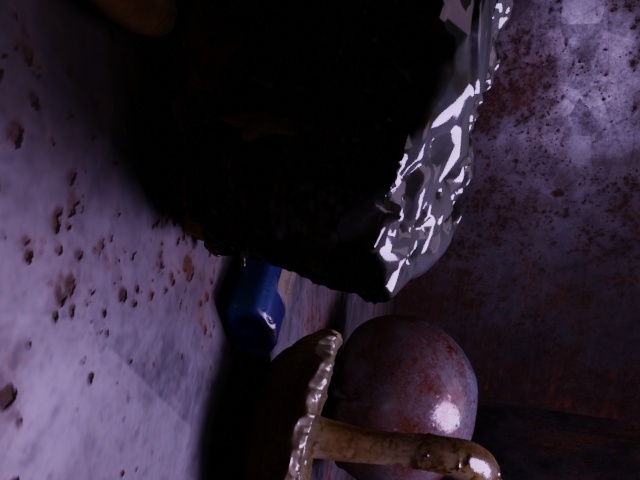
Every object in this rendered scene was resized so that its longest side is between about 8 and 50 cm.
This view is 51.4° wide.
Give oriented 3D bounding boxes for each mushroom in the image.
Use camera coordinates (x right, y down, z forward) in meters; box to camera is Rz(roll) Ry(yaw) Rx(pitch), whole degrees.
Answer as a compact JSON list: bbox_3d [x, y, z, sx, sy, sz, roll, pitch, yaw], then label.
[{"bbox_3d":[0.054,0.195,0.721,0.233,0.301,0.208,104,-33,-53],"label":"mushroom"}]

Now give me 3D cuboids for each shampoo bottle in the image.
[{"bbox_3d":[-0.046,0.016,0.660,0.087,0.050,0.183,79,20,-49],"label":"shampoo bottle"}]

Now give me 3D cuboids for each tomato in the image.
[{"bbox_3d":[0.137,0.292,1.222,0.316,0.282,0.317,-168,-90,-89],"label":"tomato"}]

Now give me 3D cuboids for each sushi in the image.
[{"bbox_3d":[0.015,-0.137,0.428,0.234,0.207,0.349,9,97,-69],"label":"sushi"}]

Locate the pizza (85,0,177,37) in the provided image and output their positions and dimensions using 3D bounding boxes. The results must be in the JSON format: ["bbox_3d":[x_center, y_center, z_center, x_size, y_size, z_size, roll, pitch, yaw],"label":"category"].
[{"bbox_3d":[-0.090,-0.209,0.314,0.185,0.052,0.195,64,33,-76],"label":"pizza"}]
